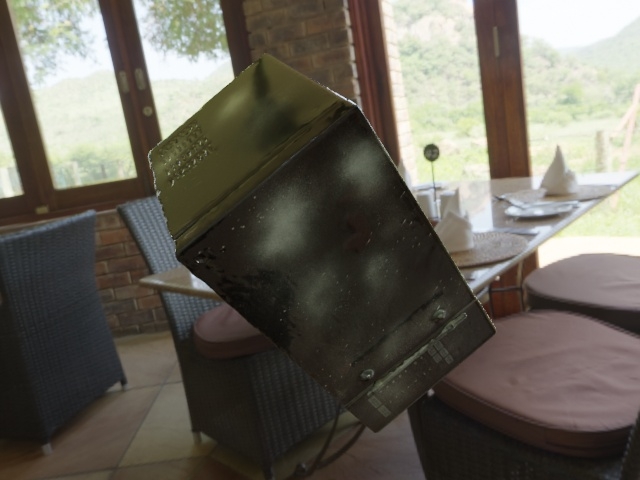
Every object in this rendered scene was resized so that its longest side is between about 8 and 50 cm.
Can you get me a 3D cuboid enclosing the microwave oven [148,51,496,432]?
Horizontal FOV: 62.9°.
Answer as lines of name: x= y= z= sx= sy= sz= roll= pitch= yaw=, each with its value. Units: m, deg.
microwave oven: x=0.000 y=0.000 z=0.753 sx=0.236 sy=0.432 sz=0.374 roll=-39 pitch=35 yaw=1
